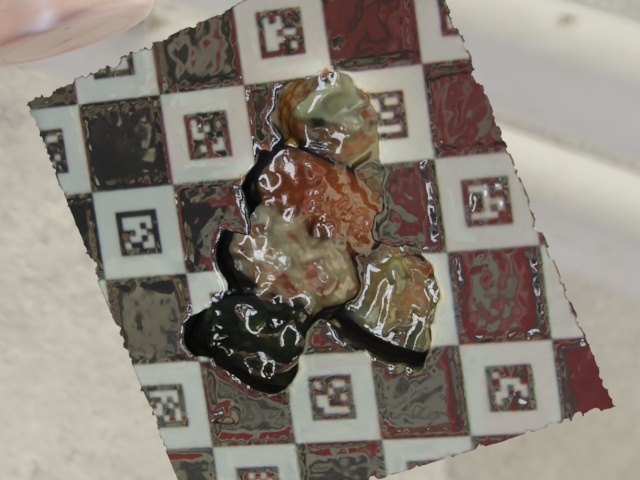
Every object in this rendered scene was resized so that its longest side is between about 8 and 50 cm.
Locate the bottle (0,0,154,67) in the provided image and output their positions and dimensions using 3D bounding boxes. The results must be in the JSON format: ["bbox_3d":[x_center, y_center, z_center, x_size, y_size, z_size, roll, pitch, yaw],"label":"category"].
[{"bbox_3d":[-0.284,-0.311,1.694,0.206,0.173,0.297,-18,90,-23],"label":"bottle"}]

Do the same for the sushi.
[{"bbox_3d":[0.000,0.000,1.320,0.339,0.320,0.069,67,23,-2],"label":"sushi"}]
